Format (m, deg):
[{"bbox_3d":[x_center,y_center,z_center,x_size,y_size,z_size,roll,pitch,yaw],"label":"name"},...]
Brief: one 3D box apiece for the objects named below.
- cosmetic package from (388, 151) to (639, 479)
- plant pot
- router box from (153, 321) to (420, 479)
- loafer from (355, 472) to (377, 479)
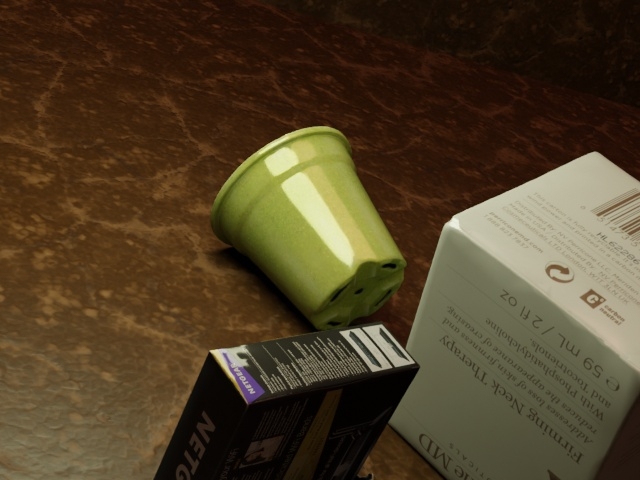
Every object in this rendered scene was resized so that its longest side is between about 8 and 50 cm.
[{"bbox_3d":[0.344,0.157,1.428,0.327,0.394,0.329,-24,51,-36],"label":"cosmetic package"},{"bbox_3d":[0.000,0.000,1.697,0.276,0.276,0.254,-7,51,-43],"label":"plant pot"},{"bbox_3d":[-0.056,0.240,1.146,0.242,0.309,0.081,-5,42,-42],"label":"router box"},{"bbox_3d":[0.050,0.337,1.299,0.220,0.078,0.080,34,30,20],"label":"loafer"}]
